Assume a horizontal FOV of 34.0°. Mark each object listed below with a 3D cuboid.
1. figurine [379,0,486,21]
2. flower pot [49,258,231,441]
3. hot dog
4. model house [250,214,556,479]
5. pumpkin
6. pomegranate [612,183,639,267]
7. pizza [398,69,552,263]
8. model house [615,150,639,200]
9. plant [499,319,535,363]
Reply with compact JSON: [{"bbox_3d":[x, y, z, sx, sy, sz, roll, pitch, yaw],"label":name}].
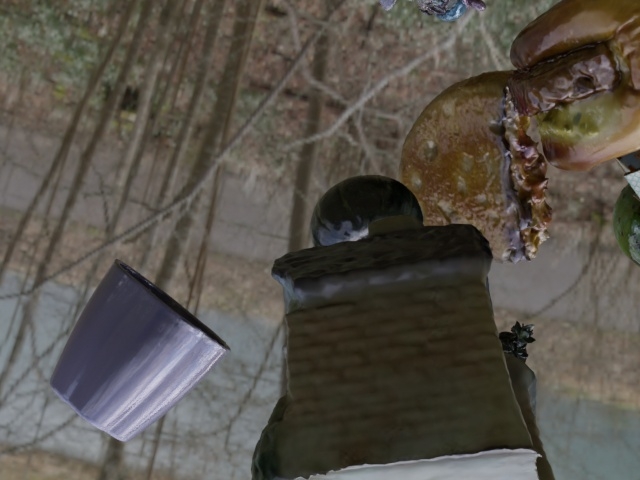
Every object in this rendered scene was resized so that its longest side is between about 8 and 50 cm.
[{"bbox_3d":[0.135,-0.417,1.549,0.260,0.103,0.205,26,173,-17],"label":"figurine"},{"bbox_3d":[-0.323,0.204,1.815,0.265,0.243,0.265,36,177,2],"label":"flower pot"},{"bbox_3d":[0.338,-0.209,1.275,0.223,0.405,0.185,-32,95,14],"label":"hot dog"},{"bbox_3d":[0.074,0.134,0.922,0.243,0.284,0.298,-6,144,6],"label":"model house"},{"bbox_3d":[0.068,-0.019,1.532,0.167,0.125,0.167,2,111,4],"label":"pumpkin"},{"bbox_3d":[0.576,-0.055,1.684,0.211,0.211,0.263,0,122,22],"label":"pomegranate"},{"bbox_3d":[0.238,-0.089,1.587,0.277,0.114,0.409,40,145,22],"label":"pizza"},{"bbox_3d":[0.536,-0.097,1.314,0.271,0.206,0.178,-39,120,5],"label":"model house"},{"bbox_3d":[0.229,0.131,1.256,0.051,0.051,0.102,15,154,-9],"label":"plant"}]
